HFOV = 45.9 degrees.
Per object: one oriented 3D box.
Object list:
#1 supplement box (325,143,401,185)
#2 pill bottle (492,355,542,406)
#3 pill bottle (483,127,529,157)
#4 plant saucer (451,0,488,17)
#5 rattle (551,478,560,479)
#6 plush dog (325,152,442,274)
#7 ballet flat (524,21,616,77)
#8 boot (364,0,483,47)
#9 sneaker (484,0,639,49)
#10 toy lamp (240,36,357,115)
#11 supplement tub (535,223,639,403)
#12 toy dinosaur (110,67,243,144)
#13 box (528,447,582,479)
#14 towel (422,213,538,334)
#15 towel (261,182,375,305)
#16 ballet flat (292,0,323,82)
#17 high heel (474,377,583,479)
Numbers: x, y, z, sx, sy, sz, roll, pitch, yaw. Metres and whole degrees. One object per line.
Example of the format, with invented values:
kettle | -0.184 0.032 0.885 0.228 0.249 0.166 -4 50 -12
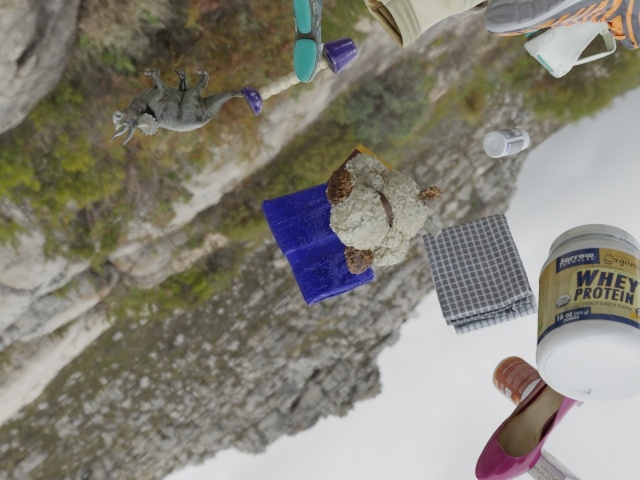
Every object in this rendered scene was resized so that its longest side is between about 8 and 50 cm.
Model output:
supplement box | 0.139 -0.142 2.254 0.194 0.191 0.129 -49 148 0
pill bottle | 0.593 0.424 2.135 0.121 0.121 0.216 -40 -151 -5
pill bottle | 0.543 -0.287 2.195 0.137 0.078 0.078 -15 162 -41
plant saucer | 0.210 -0.531 1.512 0.278 0.278 0.041 -39 166 -53
rattle | 0.550 0.612 1.601 0.130 0.200 0.143 -55 174 20
plush dog | 0.117 -0.055 1.605 0.225 0.262 0.211 -23 -171 -38
ballet flat | 0.595 -0.462 1.579 0.400 0.139 0.139 -34 177 -18
boot | 0.154 -0.489 1.306 0.203 0.262 0.095 -32 -167 -5
sneaker | 0.444 -0.376 1.249 0.321 0.180 0.124 -9 -122 40
toy lamp | -0.044 -0.377 1.711 0.275 0.080 0.080 -31 178 -5
supplement tub | 0.554 0.140 1.517 0.228 0.228 0.316 -41 -158 41
toy dinosaur | -0.337 -0.318 1.764 0.313 0.160 0.121 -5 -161 -24
box | 0.561 0.571 1.924 0.324 0.067 0.063 -145 -105 -79
towel | 0.403 0.080 1.935 0.235 0.283 0.121 -16 145 6
towel | 0.000 0.000 2.001 0.228 0.308 0.076 -20 166 -34
ballet flat | -0.019 -0.422 1.556 0.070 0.070 0.188 -39 137 -53
high heel | 0.480 0.409 1.750 0.377 0.127 0.181 -46 138 -1
